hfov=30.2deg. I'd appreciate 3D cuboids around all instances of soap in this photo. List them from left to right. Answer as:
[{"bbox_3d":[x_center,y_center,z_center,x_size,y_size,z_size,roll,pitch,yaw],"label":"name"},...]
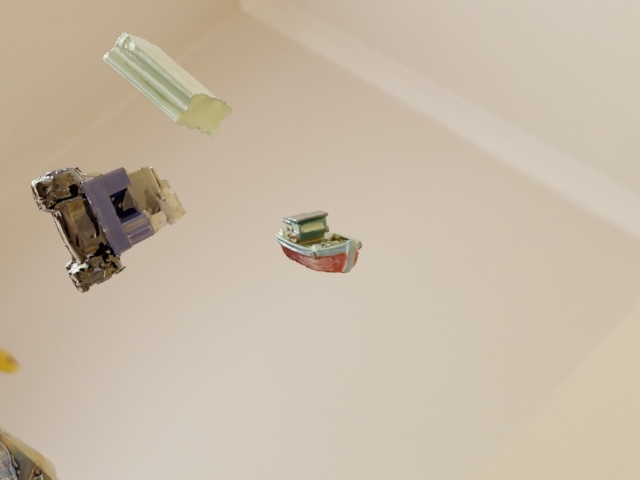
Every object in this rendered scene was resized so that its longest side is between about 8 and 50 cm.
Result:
[{"bbox_3d":[-0.244,-0.250,1.896,0.198,0.063,0.114,40,12,27],"label":"soap"}]

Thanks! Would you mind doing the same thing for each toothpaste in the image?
[{"bbox_3d":[-0.358,0.213,1.236,0.096,0.061,0.266,-18,-49,30],"label":"toothpaste"}]

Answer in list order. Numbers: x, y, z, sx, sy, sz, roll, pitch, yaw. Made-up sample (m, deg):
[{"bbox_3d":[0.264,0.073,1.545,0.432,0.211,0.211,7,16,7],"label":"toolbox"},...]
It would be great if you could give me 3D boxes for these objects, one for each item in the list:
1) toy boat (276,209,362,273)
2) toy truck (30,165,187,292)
[{"bbox_3d":[0.000,0.000,1.518,0.173,0.069,0.058,23,-57,60],"label":"toy boat"},{"bbox_3d":[-0.278,-0.040,1.582,0.161,0.177,0.213,66,-11,-9],"label":"toy truck"}]
